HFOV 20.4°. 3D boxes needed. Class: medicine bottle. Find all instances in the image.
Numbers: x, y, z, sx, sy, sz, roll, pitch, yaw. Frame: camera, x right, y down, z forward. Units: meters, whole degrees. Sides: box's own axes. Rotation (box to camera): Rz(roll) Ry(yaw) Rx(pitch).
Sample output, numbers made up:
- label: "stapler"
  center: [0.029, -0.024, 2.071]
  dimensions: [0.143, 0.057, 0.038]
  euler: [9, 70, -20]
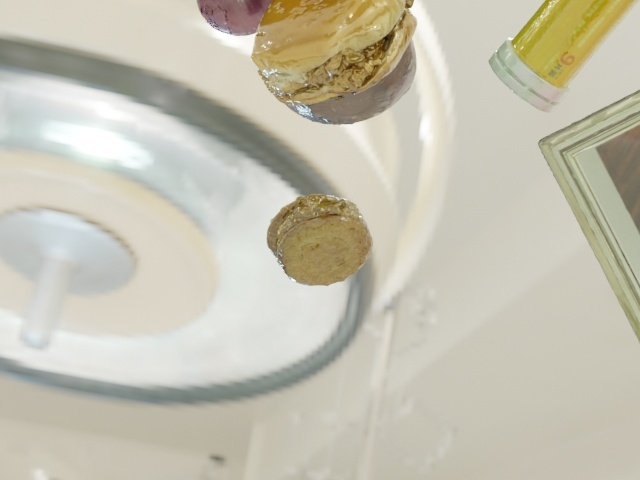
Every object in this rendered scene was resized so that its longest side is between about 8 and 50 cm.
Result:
- label: "medicine bottle"
  center: [0.235, -0.210, 1.488]
  dimensions: [0.074, 0.218, 0.074]
  euler: [32, 24, -16]

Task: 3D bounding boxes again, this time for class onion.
- label: "onion"
  center: [-0.090, -0.294, 2.132]
  dimensions: [0.115, 0.115, 0.104]
  euler: [3, -19, 28]

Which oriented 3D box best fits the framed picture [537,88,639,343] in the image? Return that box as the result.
- label: "framed picture"
  center: [0.319, -0.036, 1.231]
  dimensions: [0.273, 0.216, 0.016]
  euler: [-28, 3, 9]

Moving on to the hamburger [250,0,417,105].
- label: "hamburger"
  center: [0.013, -0.183, 1.552]
  dimensions: [0.138, 0.147, 0.083]
  euler: [-7, -52, 26]

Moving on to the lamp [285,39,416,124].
- label: "lamp"
  center: [0.022, -0.197, 1.857]
  dimensions: [0.156, 0.135, 0.157]
  euler: [16, -37, -35]

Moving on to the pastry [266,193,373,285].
- label: "pastry"
  center: [0.000, 0.000, 1.751]
  dimensions: [0.097, 0.057, 0.109]
  euler: [18, -55, -35]
